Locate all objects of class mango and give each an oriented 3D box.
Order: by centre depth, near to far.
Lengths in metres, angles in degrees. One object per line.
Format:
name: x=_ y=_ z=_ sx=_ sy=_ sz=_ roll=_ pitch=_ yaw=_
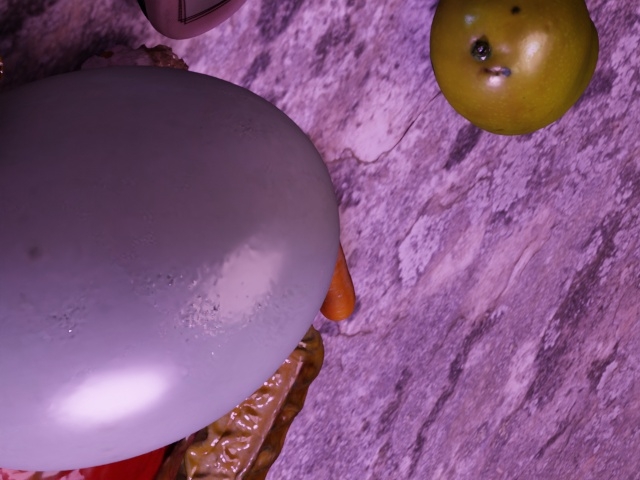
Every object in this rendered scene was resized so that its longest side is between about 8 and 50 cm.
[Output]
mango: x=0.197 y=-0.188 z=1.909 sx=0.175 sy=0.143 sz=0.293 roll=-67 pitch=159 yaw=7

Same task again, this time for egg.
egg: x=-0.167 y=0.020 z=1.388 sx=0.389 sy=0.276 sz=0.276 roll=-18 pitch=159 yaw=22

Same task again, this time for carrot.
carrot: x=0.000 y=0.000 z=1.903 sx=0.043 sy=0.043 sz=0.248 roll=-43 pitch=145 yaw=-21

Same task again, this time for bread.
bread: x=-0.080 y=0.186 z=1.923 sx=0.087 sy=0.098 sz=0.269 roll=-102 pitch=-143 yaw=-74

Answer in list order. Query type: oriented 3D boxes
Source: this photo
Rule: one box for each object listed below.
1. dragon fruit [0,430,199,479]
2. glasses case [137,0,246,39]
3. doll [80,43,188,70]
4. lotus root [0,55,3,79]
dragon fruit: x=-0.219 y=0.233 z=1.743 sx=0.282 sy=0.100 sz=0.343 roll=-49 pitch=148 yaw=-5
glasses case: x=-0.100 y=-0.281 z=1.443 sx=0.122 sy=0.075 sz=0.314 roll=-37 pitch=145 yaw=-24
doll: x=-0.151 y=-0.059 z=1.570 sx=0.105 sy=0.115 sz=0.221 roll=-40 pitch=155 yaw=-43
lotus root: x=-0.352 y=-0.105 z=1.167 sx=0.397 sy=0.179 sz=0.196 roll=-14 pitch=114 yaw=-54
